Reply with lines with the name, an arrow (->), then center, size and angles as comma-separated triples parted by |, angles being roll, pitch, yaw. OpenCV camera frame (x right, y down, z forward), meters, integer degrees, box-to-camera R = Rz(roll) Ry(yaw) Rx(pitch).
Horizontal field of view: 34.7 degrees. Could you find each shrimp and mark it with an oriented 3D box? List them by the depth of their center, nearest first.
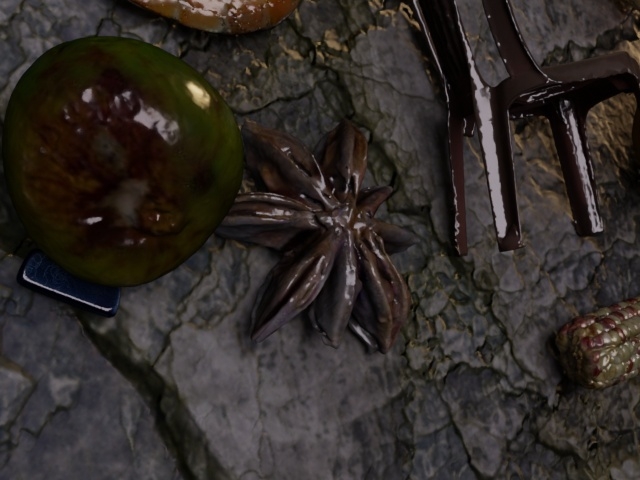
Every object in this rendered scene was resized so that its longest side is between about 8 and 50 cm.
shrimp -> -0.125, -0.320, 0.927 | 0.222, 0.054, 0.290 | -8, 80, -25

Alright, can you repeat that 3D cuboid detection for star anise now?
star anise -> 0.000, 0.000, 0.892 | 0.236, 0.093, 0.229 | 47, 57, -12

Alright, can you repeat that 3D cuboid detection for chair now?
chair -> 0.192, -0.157, 0.971 | 0.183, 0.175, 0.326 | -11, 89, -18

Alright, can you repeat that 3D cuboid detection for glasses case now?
glasses case -> -0.200, 0.035, 0.821 | 0.083, 0.023, 0.033 | 24, 63, -20

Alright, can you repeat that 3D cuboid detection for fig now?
fig -> -0.159, -0.070, 0.790 | 0.181, 0.181, 0.191 | -12, 54, -27

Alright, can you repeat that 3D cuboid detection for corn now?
corn -> 0.336, 0.084, 1.032 | 0.237, 0.079, 0.079 | -19, 86, -28

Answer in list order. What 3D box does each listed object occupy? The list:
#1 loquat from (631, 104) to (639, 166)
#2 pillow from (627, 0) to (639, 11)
loquat -> 0.427, -0.125, 1.061 | 0.208, 0.208, 0.208 | 6, 75, -24
pillow -> 0.376, -0.372, 1.179 | 0.230, 0.050, 0.148 | -44, 101, -27
